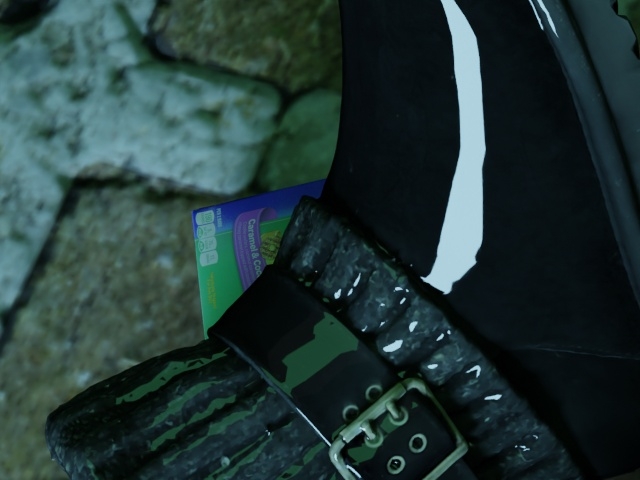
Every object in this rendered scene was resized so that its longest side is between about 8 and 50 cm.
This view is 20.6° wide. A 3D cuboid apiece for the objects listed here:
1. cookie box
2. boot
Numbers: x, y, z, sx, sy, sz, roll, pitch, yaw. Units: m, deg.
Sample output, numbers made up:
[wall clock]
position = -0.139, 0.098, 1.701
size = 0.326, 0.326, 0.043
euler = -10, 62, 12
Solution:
[cookie box]
position = 0.001, 0.021, 0.799
size = 0.107, 0.040, 0.092
euler = -13, 62, 9
[boot]
position = 0.001, 0.002, 0.662
size = 0.260, 0.348, 0.131
euler = -26, 21, 0
